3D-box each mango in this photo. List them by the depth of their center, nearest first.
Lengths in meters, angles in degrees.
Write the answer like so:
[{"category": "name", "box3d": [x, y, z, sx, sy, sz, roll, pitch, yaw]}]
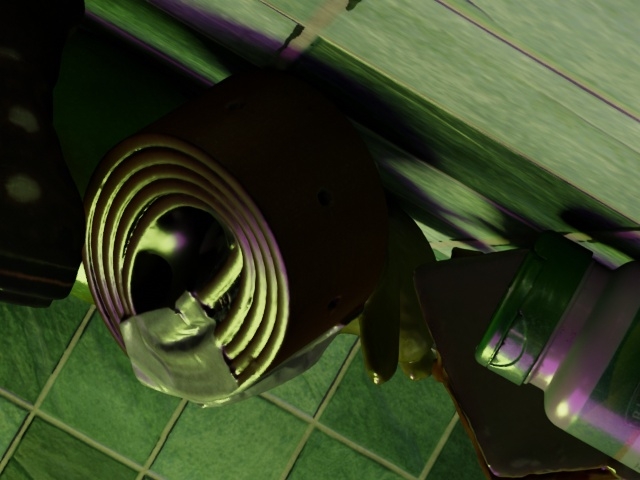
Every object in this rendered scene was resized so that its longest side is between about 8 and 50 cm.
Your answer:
[{"category": "mango", "box3d": [-0.220, -0.073, 1.659, 0.382, 0.225, 0.201, 32, 170, -10]}]

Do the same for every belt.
[{"category": "belt", "box3d": [-0.070, 0.006, 1.387, 0.217, 0.122, 0.338, 50, 148, 7]}]

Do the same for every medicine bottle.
[{"category": "medicine bottle", "box3d": [0.247, 0.101, 1.228, 0.274, 0.133, 0.133, 29, 176, 8]}]

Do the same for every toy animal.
[{"category": "toy animal", "box3d": [-0.003, 0.019, 1.564, 0.181, 0.180, 0.363, 13, 173, 20]}]

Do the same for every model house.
[{"category": "model house", "box3d": [0.190, 0.100, 1.460, 0.199, 0.219, 0.229, -12, 178, 3]}]

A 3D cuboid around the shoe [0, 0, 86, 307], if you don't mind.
[{"category": "shoe", "box3d": [-0.270, -0.117, 1.411, 0.171, 0.237, 0.384, 17, -163, -35]}]
